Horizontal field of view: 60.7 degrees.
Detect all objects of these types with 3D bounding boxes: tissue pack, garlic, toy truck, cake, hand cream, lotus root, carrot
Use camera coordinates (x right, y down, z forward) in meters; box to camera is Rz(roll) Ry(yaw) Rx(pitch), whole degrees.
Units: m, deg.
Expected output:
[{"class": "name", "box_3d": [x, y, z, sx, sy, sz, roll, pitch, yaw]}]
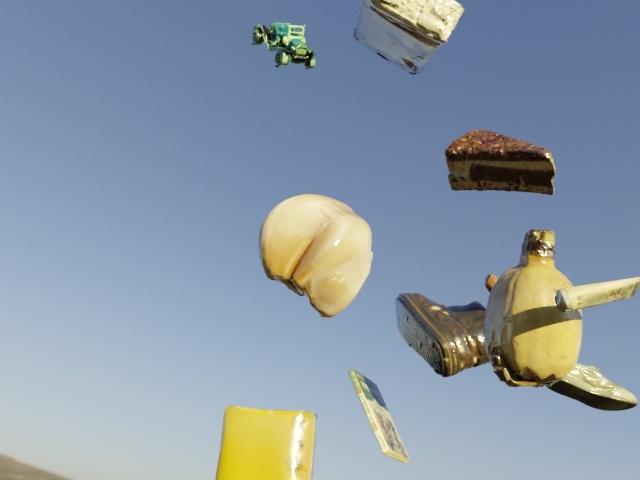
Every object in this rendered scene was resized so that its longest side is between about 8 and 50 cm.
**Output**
[{"class": "tissue pack", "box_3d": [-0.110, 0.474, 1.069, 0.192, 0.270, 0.134, 3, -28, 3]}, {"class": "garlic", "box_3d": [0.000, 0.000, 1.002, 0.217, 0.228, 0.110, 31, -33, 8]}, {"class": "tissue pack", "box_3d": [0.221, -0.586, 1.470, 0.242, 0.125, 0.343, 31, 1, -3]}, {"class": "toy truck", "box_3d": [-0.071, -0.400, 1.079, 0.080, 0.154, 0.078, -7, -48, -32]}, {"class": "cake", "box_3d": [0.420, -0.183, 1.235, 0.246, 0.135, 0.112, 7, -53, 38]}, {"class": "hand cream", "box_3d": [0.463, 0.087, 0.911, 0.143, 0.039, 0.061, -10, -46, -5]}, {"class": "lotus root", "box_3d": [0.412, 0.131, 1.062, 0.183, 0.309, 0.183, 7, -10, 1]}, {"class": "carrot", "box_3d": [0.526, 0.181, 1.501, 0.216, 0.048, 0.048, 50, -39, -3]}]

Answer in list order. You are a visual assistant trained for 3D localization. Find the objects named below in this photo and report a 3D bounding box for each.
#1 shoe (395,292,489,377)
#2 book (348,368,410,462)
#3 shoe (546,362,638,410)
[{"class": "shoe", "box_3d": [0.384, 0.254, 1.642, 0.237, 0.384, 0.171, -12, -73, -12]}, {"class": "book", "box_3d": [0.178, 0.536, 1.666, 0.027, 0.264, 0.202, -33, -39, 10]}, {"class": "shoe", "box_3d": [0.800, 0.424, 1.616, 0.275, 0.098, 0.103, 23, -30, -1]}]
